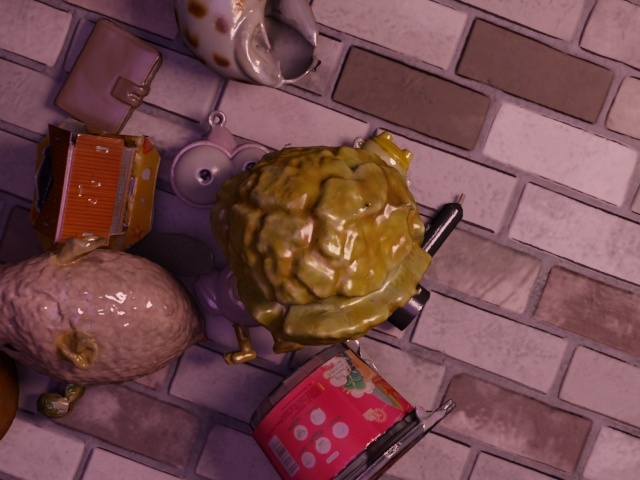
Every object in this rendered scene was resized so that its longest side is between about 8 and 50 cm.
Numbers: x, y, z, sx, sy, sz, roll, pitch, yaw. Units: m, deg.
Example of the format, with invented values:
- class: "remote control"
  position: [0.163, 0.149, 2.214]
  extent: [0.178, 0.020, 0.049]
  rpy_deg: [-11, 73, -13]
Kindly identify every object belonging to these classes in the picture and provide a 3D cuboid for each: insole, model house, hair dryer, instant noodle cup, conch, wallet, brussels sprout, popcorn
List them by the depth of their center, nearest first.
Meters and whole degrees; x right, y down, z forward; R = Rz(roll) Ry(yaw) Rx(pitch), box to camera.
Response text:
- class: "popcorn"
  position: [0.009, -0.002, 1.361]
  extent: [0.282, 0.247, 0.282]
  rpy_deg: [-1, 92, -29]
- class: "instant noodle cup"
  position: [0.018, 0.264, 1.444]
  extent: [0.302, 0.258, 0.181]
  rpy_deg: [-39, 77, -10]
- class: "model house"
  position: [-0.354, -0.059, 1.453]
  extent: [0.207, 0.136, 0.219]
  rpy_deg: [14, 97, 15]
- class: "conch"
  position: [-0.122, -0.331, 1.460]
  extent: [0.149, 0.183, 0.274]
  rpy_deg: [-19, 83, 43]
- class: "insole"
  position: [-0.226, 0.014, 1.490]
  extent: [0.192, 0.010, 0.063]
  rpy_deg: [15, 109, 33]
- class: "hair dryer"
  position: [0.139, 0.012, 1.511]
  extent: [0.124, 0.071, 0.219]
  rpy_deg: [40, 86, 0]
- class: "wallet"
  position: [-0.310, -0.237, 1.520]
  extent: [0.118, 0.039, 0.152]
  rpy_deg: [33, 96, 1]
- class: "brussels sprout"
  position: [-0.382, 0.231, 1.535]
  extent: [0.083, 0.046, 0.051]
  rpy_deg: [-44, 97, 2]

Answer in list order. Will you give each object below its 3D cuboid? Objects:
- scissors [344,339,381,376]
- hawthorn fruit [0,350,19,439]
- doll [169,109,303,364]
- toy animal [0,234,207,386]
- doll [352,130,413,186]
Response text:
- class: "scissors"
  position: [0.023, 0.123, 1.535]
  extent: [0.110, 0.021, 0.212]
  rpy_deg: [-37, 89, 6]
- class: "hawthorn fruit"
  position: [-0.563, 0.205, 1.412]
  extent: [0.268, 0.301, 0.267]
  rpy_deg: [0, 94, -3]
- class: "doll"
  position: [-0.119, -0.009, 1.497]
  extent: [0.160, 0.094, 0.365]
  rpy_deg: [-12, 92, -1]
- class: "toy animal"
  position: [-0.302, 0.105, 1.416]
  extent: [0.358, 0.226, 0.188]
  rpy_deg: [7, 75, -35]
- class: "doll"
  position: [0.062, -0.082, 1.507]
  extent: [0.106, 0.062, 0.162]
  rpy_deg: [42, 92, 4]
